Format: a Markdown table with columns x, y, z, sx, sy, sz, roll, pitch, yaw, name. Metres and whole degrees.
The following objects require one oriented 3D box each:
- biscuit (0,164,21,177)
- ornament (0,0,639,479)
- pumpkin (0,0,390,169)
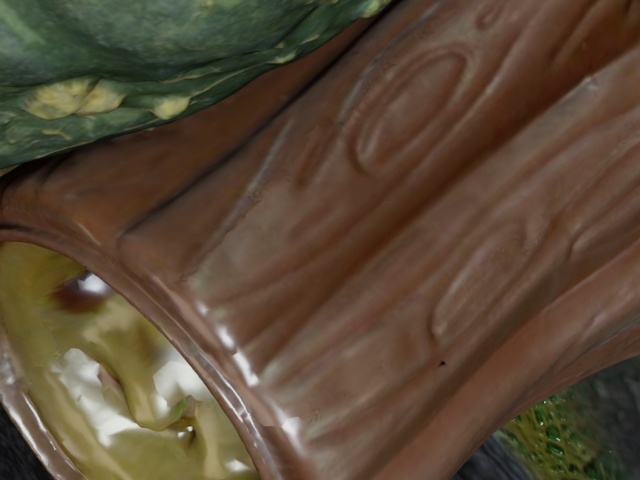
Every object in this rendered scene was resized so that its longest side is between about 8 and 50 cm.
| x | y | z | sx | sy | sz | roll | pitch | yaw | name |
| --- | --- | --- | --- | --- | --- | --- | --- | --- | --- |
| -0.078 | 0.010 | 0.733 | 0.144 | 0.078 | 0.426 | 12 | 136 | 52 | biscuit |
| 0.000 | 0.000 | 0.547 | 0.221 | 0.217 | 0.235 | 37 | 145 | 21 | ornament |
| -0.080 | -0.168 | 0.400 | 0.327 | 0.291 | 0.257 | -8 | 156 | 34 | pumpkin |
